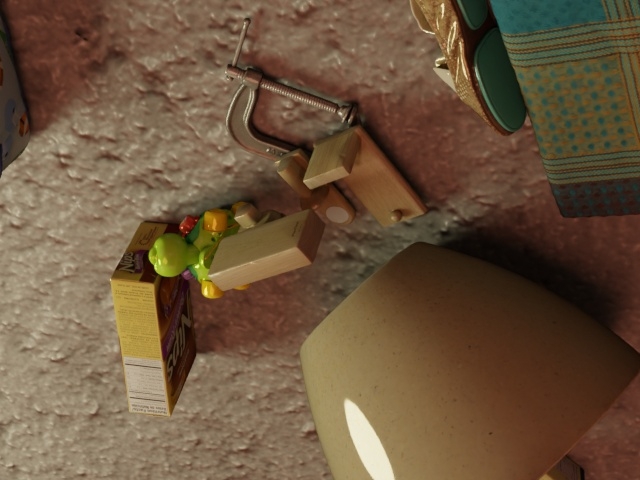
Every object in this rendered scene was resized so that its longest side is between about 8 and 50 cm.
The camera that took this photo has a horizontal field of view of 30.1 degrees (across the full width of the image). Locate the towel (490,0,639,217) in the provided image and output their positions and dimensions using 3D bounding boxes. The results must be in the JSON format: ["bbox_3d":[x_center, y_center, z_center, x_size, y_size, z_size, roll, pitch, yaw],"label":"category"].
[{"bbox_3d":[0.295,-0.160,1.014,0.271,0.040,0.370,-2,137,26],"label":"towel"}]

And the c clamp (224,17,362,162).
[{"bbox_3d":[-0.027,-0.127,1.168,0.160,0.022,0.137,24,127,-7],"label":"c clamp"}]

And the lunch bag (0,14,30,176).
[{"bbox_3d":[-0.428,-0.174,1.158,0.243,0.115,0.303,1,124,12],"label":"lunch bag"}]

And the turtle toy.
[{"bbox_3d":[-0.121,0.008,1.228,0.066,0.130,0.095,11,104,30],"label":"turtle toy"}]

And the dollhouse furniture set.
[{"bbox_3d":[0.000,0.000,1.164,0.144,0.151,0.123,-18,128,36],"label":"dollhouse furniture set"}]

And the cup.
[{"bbox_3d":[0.118,0.142,1.185,0.237,0.331,0.331,48,124,9],"label":"cup"}]

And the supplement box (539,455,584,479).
[{"bbox_3d":[0.250,0.285,1.385,0.083,0.056,0.083,38,123,-16],"label":"supplement box"}]

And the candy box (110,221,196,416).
[{"bbox_3d":[-0.179,0.087,1.294,0.053,0.109,0.187,6,126,9],"label":"candy box"}]

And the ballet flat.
[{"bbox_3d":[0.127,-0.186,1.083,0.067,0.073,0.206,3,127,43],"label":"ballet flat"}]
